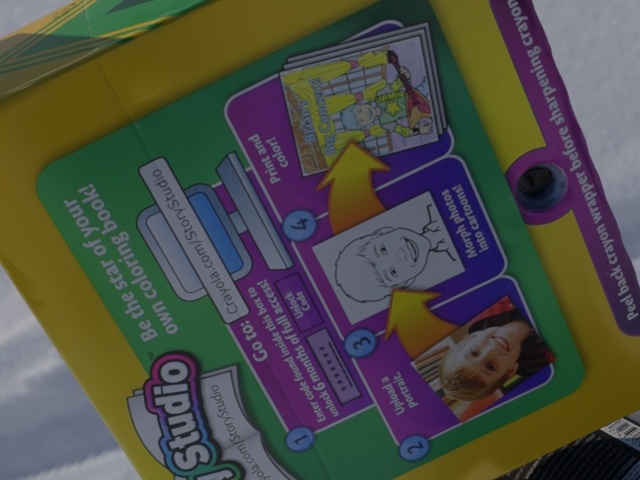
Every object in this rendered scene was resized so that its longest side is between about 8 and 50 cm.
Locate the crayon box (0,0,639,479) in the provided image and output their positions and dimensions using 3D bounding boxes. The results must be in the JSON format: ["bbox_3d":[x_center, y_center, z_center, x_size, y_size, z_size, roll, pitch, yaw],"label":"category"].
[{"bbox_3d":[0.000,0.000,0.884,0.313,0.363,0.106,-25,30,2],"label":"crayon box"}]

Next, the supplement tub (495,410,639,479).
[{"bbox_3d":[0.235,0.221,1.018,0.316,0.193,0.193,28,67,39],"label":"supplement tub"}]
